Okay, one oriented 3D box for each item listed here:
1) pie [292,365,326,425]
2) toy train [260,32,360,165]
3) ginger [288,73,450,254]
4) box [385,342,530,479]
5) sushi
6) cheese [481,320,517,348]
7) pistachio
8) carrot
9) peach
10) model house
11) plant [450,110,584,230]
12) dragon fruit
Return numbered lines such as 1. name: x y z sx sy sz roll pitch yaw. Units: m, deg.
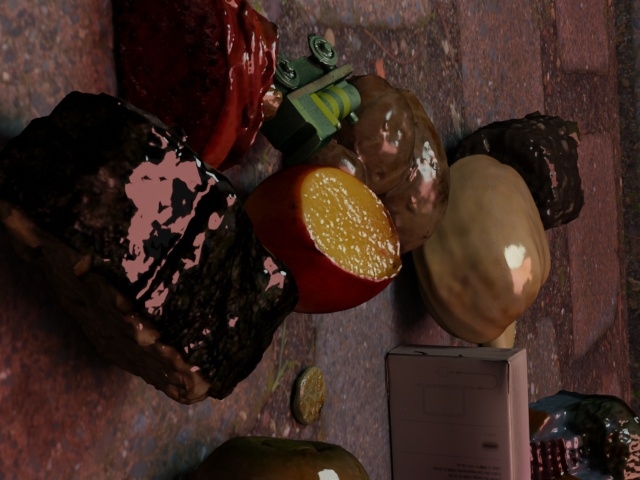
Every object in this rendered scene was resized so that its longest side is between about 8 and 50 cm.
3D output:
1. pie: -0.015 0.211 1.565 0.085 0.017 0.085 -4 94 -63
2. toy train: -0.017 -0.179 1.448 0.132 0.083 0.200 52 35 -1
3. ginger: 0.073 -0.117 1.623 0.304 0.155 0.244 23 76 -53
4. box: 0.219 0.292 1.819 0.106 0.203 0.251 -12 100 -64
5. sushi: -0.161 0.021 1.073 0.170 0.211 0.350 -57 144 -21
6. cheese: 0.326 0.103 2.206 0.127 0.050 0.255 -56 138 -48
7. pistachio: 0.258 0.019 1.897 0.238 0.229 0.321 21 57 -26
8. carrot: -0.056 0.390 1.260 0.224 0.224 0.340 15 79 -62
9. peach: 0.000 0.000 1.407 0.190 0.192 0.190 -3 90 -76
10. model house: 0.402 0.486 2.159 0.339 0.297 0.360 -10 100 -32
11. plant: 0.379 -0.126 2.144 0.312 0.213 0.215 -31 113 -63
12. dragon fruit: -0.104 -0.200 1.254 0.205 0.152 0.316 -16 103 -64
